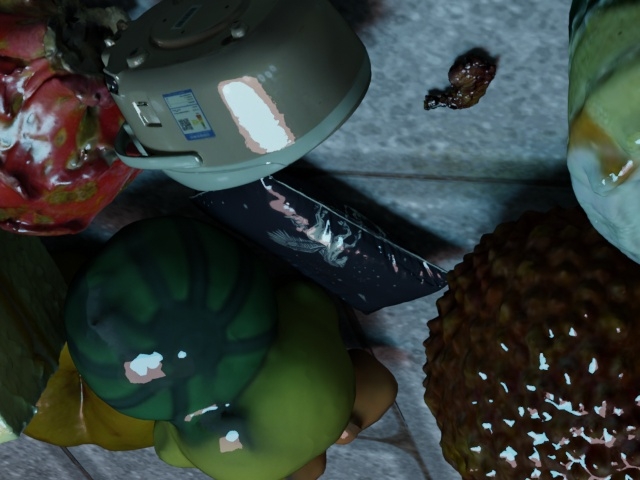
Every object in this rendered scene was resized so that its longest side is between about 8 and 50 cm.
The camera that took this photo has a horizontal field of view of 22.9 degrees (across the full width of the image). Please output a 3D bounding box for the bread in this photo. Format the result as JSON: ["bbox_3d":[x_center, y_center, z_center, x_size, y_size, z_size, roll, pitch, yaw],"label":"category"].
[{"bbox_3d":[-0.357,0.037,1.342,0.198,0.263,0.236,-18,111,12],"label":"bread"}]

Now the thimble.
[{"bbox_3d":[0.282,-0.081,0.960,0.254,0.167,0.288,-12,146,26],"label":"thimble"}]

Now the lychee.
[{"bbox_3d":[0.219,0.115,1.243,0.275,0.276,0.304,-12,112,40],"label":"lychee"}]

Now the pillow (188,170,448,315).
[{"bbox_3d":[0.000,0.000,1.370,0.208,0.055,0.141,31,153,-21],"label":"pillow"}]

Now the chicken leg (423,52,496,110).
[{"bbox_3d":[0.106,-0.113,1.170,0.036,0.021,0.083,15,155,-15],"label":"chicken leg"}]

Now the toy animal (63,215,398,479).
[{"bbox_3d":[-0.079,0.117,1.423,0.338,0.216,0.191,43,-178,-36],"label":"toy animal"}]

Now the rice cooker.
[{"bbox_3d":[-0.064,-0.116,1.134,0.206,0.145,0.127,-2,132,35],"label":"rice cooker"}]

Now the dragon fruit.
[{"bbox_3d":[-0.228,-0.110,1.236,0.262,0.134,0.211,31,142,-21],"label":"dragon fruit"}]

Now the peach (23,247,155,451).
[{"bbox_3d":[-0.231,0.112,1.580,0.251,0.153,0.251,8,147,5],"label":"peach"}]
